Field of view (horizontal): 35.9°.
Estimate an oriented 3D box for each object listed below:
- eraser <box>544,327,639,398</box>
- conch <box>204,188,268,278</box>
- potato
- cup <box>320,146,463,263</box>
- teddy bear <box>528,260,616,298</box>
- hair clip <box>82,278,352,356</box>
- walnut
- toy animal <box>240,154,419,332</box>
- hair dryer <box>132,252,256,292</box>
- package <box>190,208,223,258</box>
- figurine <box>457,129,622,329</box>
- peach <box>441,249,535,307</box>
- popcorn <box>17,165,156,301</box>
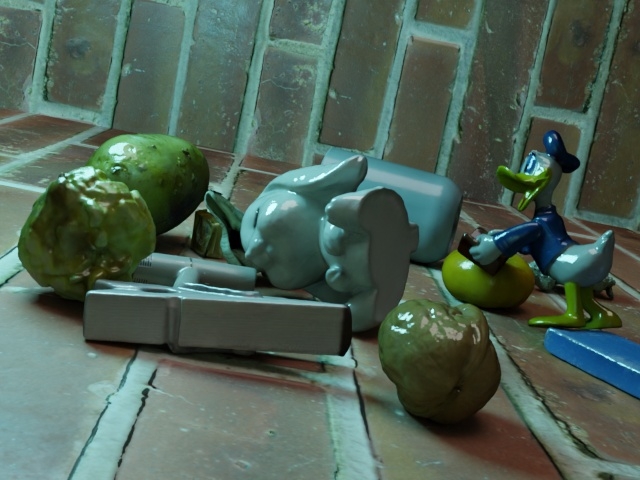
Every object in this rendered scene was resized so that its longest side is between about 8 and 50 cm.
[{"bbox_3d":[0.493,0.202,1.503,0.144,0.043,0.312,5,12,-31],"label":"eraser"},{"bbox_3d":[-0.117,0.017,1.680,0.234,0.137,0.114,15,-19,-30],"label":"conch"},{"bbox_3d":[-0.313,-0.096,1.768,0.173,0.210,0.307,35,25,14],"label":"potato"},{"bbox_3d":[0.144,-0.072,2.165,0.312,0.205,0.205,14,11,12],"label":"cup"},{"bbox_3d":[0.558,0.059,2.169,0.213,0.111,0.133,7,15,-17],"label":"teddy bear"},{"bbox_3d":[-0.128,0.103,1.246,0.330,0.085,0.101,4,9,-7],"label":"hair clip"},{"bbox_3d":[0.143,0.140,1.180,0.166,0.149,0.166,36,15,-11],"label":"walnut"},{"bbox_3d":[0.000,0.000,1.543,0.265,0.272,0.206,6,27,35],"label":"toy animal"},{"bbox_3d":[-0.176,0.073,1.438,0.195,0.054,0.220,9,11,-16],"label":"hair dryer"},{"bbox_3d":[-0.214,-0.016,1.833,0.047,0.071,0.131,5,13,-26],"label":"package"},{"bbox_3d":[0.383,-0.021,1.719,0.283,0.338,0.204,4,-1,37],"label":"figurine"},{"bbox_3d":[0.315,0.068,1.870,0.179,0.103,0.179,10,11,-2],"label":"peach"},{"bbox_3d":[-0.316,-0.001,1.347,0.167,0.185,0.187,28,-22,-25],"label":"popcorn"}]
